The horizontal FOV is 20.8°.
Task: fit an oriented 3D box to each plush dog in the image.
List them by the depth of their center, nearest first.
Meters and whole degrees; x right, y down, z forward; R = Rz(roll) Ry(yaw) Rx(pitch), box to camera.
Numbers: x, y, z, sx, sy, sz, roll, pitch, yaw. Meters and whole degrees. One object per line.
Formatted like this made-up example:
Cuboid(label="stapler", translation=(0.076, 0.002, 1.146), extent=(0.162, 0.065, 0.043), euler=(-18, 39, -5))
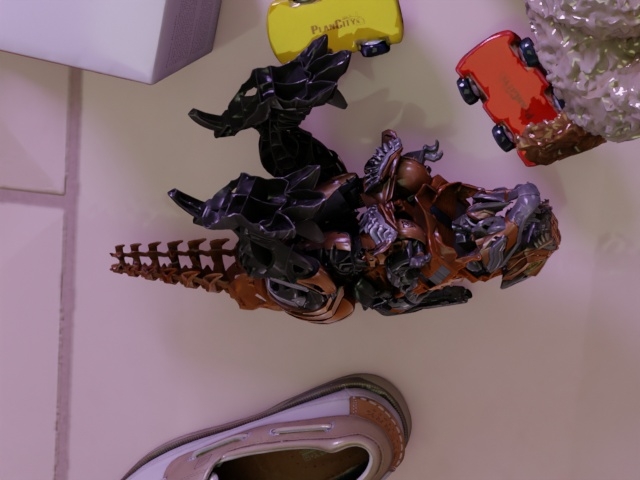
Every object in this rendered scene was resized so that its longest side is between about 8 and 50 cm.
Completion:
Cuboid(label="plush dog", translation=(0.191, -0.184, 1.140), extent=(0.210, 0.262, 0.225), euler=(-20, 95, 30))

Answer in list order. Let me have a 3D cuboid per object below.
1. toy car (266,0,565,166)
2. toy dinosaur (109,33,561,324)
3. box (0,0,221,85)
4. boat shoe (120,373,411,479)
Cuboid(label="toy car", translation=(0.102, -0.194, 1.238), extent=(0.239, 0.053, 0.225), euler=(22, 106, 4))
Cuboid(label="toy dinosaur", translation=(0.000, 0.000, 1.251), extent=(0.322, 0.164, 0.218), euler=(-24, 137, 7))
Cuboid(label="box", translation=(-0.148, -0.177, 1.225), extent=(0.130, 0.170, 0.091), euler=(14, 106, 7))
Cuboid(label="boat shoe", translation=(-0.073, 0.201, 1.340), extent=(0.302, 0.103, 0.113), euler=(-33, 96, 16))
